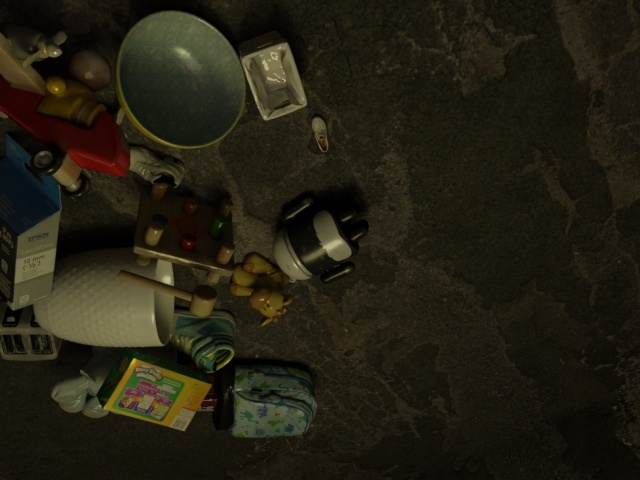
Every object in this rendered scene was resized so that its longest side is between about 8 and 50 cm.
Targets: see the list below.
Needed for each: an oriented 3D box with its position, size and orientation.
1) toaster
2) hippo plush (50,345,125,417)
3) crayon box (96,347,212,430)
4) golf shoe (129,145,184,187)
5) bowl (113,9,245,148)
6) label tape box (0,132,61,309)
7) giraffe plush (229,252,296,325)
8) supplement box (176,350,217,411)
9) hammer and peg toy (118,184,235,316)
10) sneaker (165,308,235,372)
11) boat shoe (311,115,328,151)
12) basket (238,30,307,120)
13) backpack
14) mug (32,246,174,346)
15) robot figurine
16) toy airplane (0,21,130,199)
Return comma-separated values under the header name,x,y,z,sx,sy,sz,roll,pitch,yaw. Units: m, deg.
name,x,y,z,sx,sy,sz,roll,pitch,yaw
toaster,-0.882,0.277,1.774,0.168,0.110,0.186,3,130,-12
hippo plush,-0.701,0.389,1.824,0.234,0.237,0.294,0,137,-11
crayon box,-0.474,0.431,1.687,0.278,0.081,0.165,32,89,-37
golf shoe,-0.433,-0.183,1.473,0.176,0.086,0.069,13,129,-18
bowl,-0.328,-0.338,1.287,0.289,0.289,0.156,32,162,-32
label tape box,-0.752,-0.044,1.411,0.115,0.249,0.348,-25,145,-48
giraffe plush,-0.164,0.162,1.764,0.210,0.170,0.181,6,129,-15
supplement box,-0.407,0.439,1.914,0.130,0.239,0.073,4,131,-14
hammer and peg toy,-0.345,0.005,1.468,0.266,0.361,0.127,17,126,-22
sneaker,-0.415,0.322,1.819,0.319,0.208,0.127,-4,129,-15
boat shoe,0.001,-0.273,1.506,0.035,0.035,0.100,-12,132,1
basket,-0.112,-0.382,1.340,0.113,0.103,0.167,-20,133,-1
backpack,-0.190,0.575,2.093,0.355,0.273,0.290,-2,125,-25
mug,-0.597,0.173,1.659,0.328,0.276,0.374,-1,161,-3
robot figurine,-0.001,-0.002,1.656,0.278,0.209,0.173,-29,151,14
toy airplane,-0.564,-0.302,1.225,0.272,0.386,0.384,-49,118,-11
